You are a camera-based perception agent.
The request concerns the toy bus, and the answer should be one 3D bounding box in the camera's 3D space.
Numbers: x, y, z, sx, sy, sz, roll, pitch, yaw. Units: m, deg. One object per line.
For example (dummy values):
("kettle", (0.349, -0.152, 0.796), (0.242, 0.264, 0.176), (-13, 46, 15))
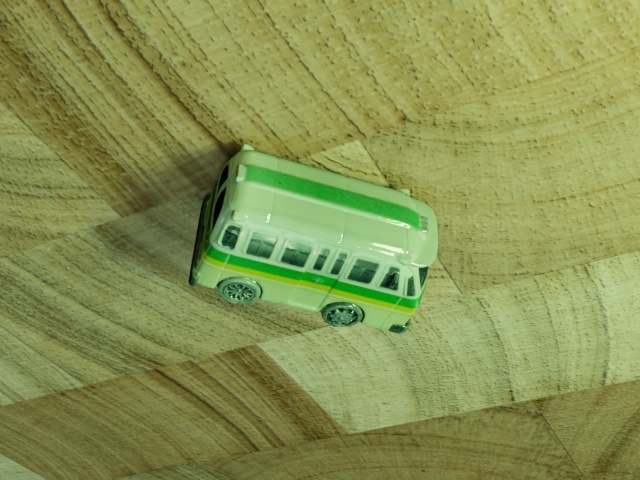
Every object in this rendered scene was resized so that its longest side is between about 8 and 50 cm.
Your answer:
("toy bus", (0.000, 0.000, 1.027), (0.276, 0.134, 0.165), (13, 141, -13))
